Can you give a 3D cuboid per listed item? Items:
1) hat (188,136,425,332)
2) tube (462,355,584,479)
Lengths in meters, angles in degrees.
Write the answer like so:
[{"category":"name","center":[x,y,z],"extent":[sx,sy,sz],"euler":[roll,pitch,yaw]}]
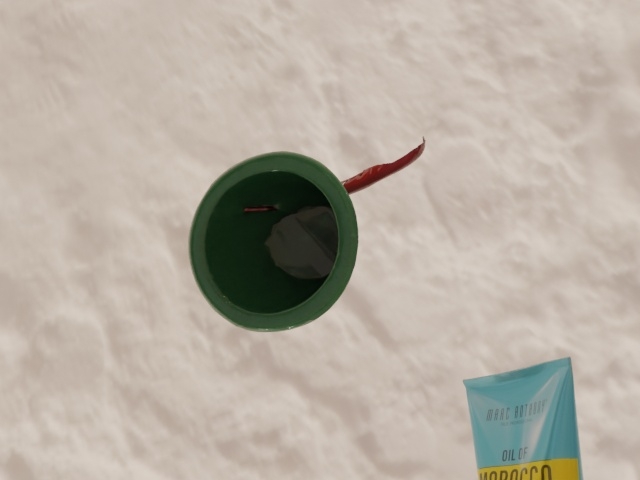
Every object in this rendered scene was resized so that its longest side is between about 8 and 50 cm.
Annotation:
[{"category":"hat","center":[0.000,0.000,1.543],"extent":[0.208,0.183,0.173],"euler":[-17,81,23]},{"category":"tube","center":[0.114,0.168,0.795],"extent":[0.052,0.080,0.207],"euler":[5,75,-43]}]
